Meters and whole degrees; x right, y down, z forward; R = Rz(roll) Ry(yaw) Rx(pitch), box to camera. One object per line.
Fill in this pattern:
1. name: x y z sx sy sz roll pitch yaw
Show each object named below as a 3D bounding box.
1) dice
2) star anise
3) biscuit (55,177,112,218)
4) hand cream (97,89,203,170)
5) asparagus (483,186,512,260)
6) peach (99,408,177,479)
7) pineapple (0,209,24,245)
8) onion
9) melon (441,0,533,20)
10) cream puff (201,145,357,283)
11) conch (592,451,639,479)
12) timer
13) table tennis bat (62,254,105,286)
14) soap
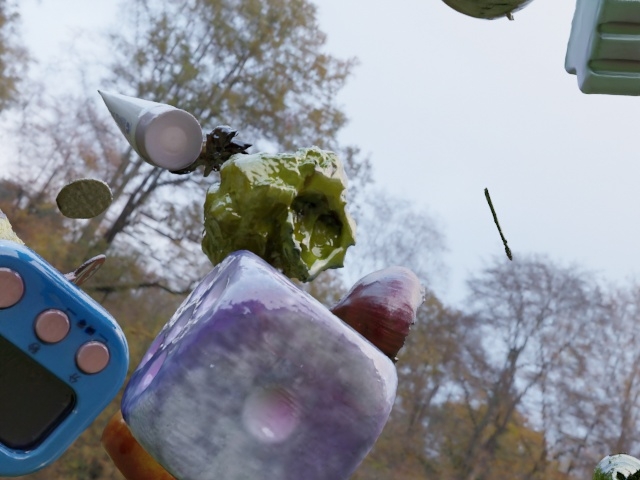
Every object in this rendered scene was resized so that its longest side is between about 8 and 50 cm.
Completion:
1. dice: -0.080 0.191 1.174 0.270 0.270 0.271 39 -2 -13
2. star anise: -0.170 -0.143 1.512 0.213 0.053 0.157 -14 -22 37
3. biscuit: -0.500 -0.088 1.888 0.120 0.120 0.015 54 8 -51
4. hand cream: -0.243 -0.152 1.266 0.133 0.083 0.248 57 -16 -28
5. asparagus: 0.377 -0.035 1.892 0.016 0.013 0.166 119 -49 -90
6. peach: -0.304 0.388 1.590 0.190 0.192 0.190 18 -2 0
7. pineapple: -0.546 -0.014 1.453 0.069 0.116 0.137 -30 -46 27
8. onion: 0.110 0.152 1.755 0.161 0.248 0.248 45 -26 -14
9. melon: 0.314 -0.566 1.680 0.269 0.330 0.268 -15 -15 -4
10. cream puff: -0.054 -0.023 1.396 0.185 0.282 0.282 55 -2 36
11. conch: 0.335 0.257 0.945 0.089 0.074 0.121 -22 -22 9
12. timer: -0.487 0.179 1.363 0.340 0.309 0.115 45 -8 -26
13. table tennis bat: -0.451 0.064 1.650 0.019 0.098 0.155 47 16 4
14. soap: 0.401 -0.234 0.974 0.231 0.091 0.145 2 -59 -3
